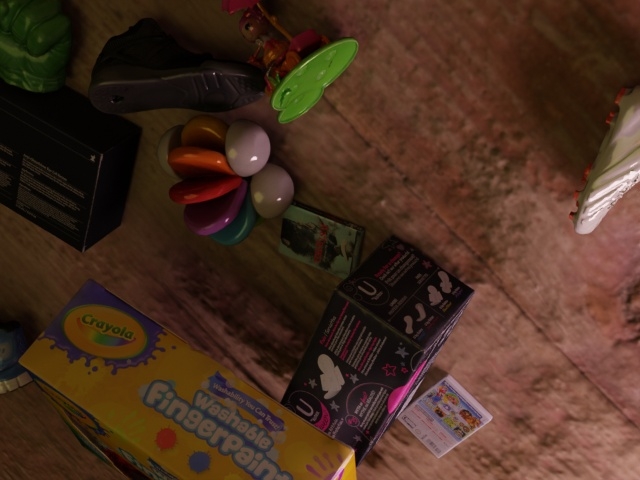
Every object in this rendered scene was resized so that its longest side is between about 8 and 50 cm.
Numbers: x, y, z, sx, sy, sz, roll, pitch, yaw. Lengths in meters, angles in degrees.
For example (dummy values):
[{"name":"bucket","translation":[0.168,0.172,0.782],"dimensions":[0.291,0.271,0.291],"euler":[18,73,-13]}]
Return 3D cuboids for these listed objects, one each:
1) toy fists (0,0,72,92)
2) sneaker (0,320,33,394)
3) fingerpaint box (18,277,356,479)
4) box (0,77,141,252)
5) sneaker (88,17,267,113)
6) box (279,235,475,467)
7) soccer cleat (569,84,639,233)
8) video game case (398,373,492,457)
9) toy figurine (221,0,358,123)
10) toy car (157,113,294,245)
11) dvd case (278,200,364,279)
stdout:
[{"name":"toy fists","translation":[-0.471,-0.316,1.601],"dimensions":[0.279,0.096,0.142],"euler":[25,126,17]},{"name":"sneaker","translation":[-0.633,0.168,1.985],"dimensions":[0.330,0.130,0.147],"euler":[3,105,25]},{"name":"fingerpaint box","translation":[-0.172,0.297,1.621],"dimensions":[0.445,0.163,0.371],"euler":[31,158,17]},{"name":"box","translation":[-0.408,-0.132,1.668],"dimensions":[0.261,0.103,0.184],"euler":[30,130,13]},{"name":"sneaker","translation":[-0.183,-0.233,1.486],"dimensions":[0.228,0.130,0.087],"euler":[-2,145,2]},{"name":"box","translation":[0.070,0.146,1.508],"dimensions":[0.142,0.163,0.247],"euler":[35,130,12]},{"name":"soccer cleat","translation":[0.339,-0.081,1.278],"dimensions":[0.076,0.068,0.196],"euler":[25,124,13]},{"name":"video game case","translation":[0.173,0.248,1.606],"dimensions":[0.087,0.011,0.122],"euler":[45,130,1]},{"name":"toy figurine","translation":[-0.057,-0.251,1.405],"dimensions":[0.159,0.130,0.173],"euler":[53,156,11]},{"name":"toy car","translation":[-0.137,-0.070,1.506],"dimensions":[0.159,0.136,0.182],"euler":[-3,133,31]},{"name":"dvd case","translation":[0.000,0.000,1.561],"dimensions":[0.119,0.013,0.087],"euler":[22,126,18]}]
